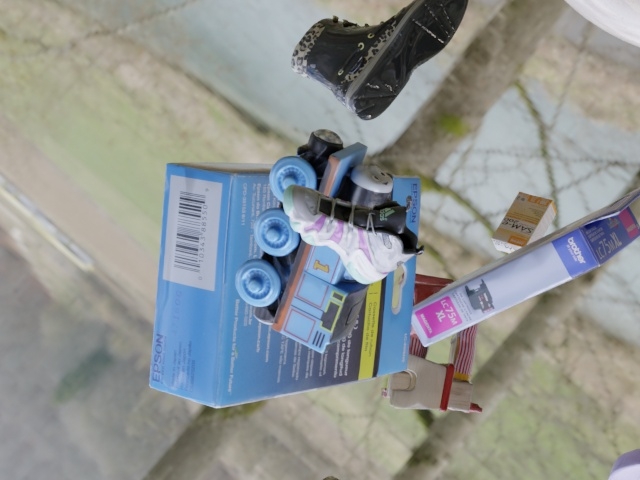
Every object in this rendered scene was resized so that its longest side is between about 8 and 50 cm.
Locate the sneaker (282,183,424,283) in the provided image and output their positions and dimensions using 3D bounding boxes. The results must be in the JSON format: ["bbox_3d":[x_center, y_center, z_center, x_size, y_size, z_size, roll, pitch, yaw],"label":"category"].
[{"bbox_3d":[0.028,-0.015,0.843,0.098,0.069,0.038,36,-138,-35],"label":"sneaker"}]

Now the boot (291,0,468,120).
[{"bbox_3d":[0.077,-0.290,1.816,0.178,0.236,0.085,35,174,46],"label":"boot"}]

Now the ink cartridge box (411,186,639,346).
[{"bbox_3d":[0.275,0.030,1.632,0.065,0.311,0.186,61,-149,3],"label":"ink cartridge box"}]

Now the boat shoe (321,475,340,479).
[{"bbox_3d":[-0.018,0.405,1.460,0.089,0.285,0.104,21,179,23],"label":"boat shoe"}]

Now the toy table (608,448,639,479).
[{"bbox_3d":[0.457,0.370,1.521,0.274,0.161,0.252,10,135,22],"label":"toy table"}]

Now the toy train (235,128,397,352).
[{"bbox_3d":[0.000,0.000,1.109,0.105,0.184,0.080,25,-158,13],"label":"toy train"}]

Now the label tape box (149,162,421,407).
[{"bbox_3d":[-0.029,0.040,1.498,0.115,0.249,0.348,9,-172,37],"label":"label tape box"}]

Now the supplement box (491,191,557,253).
[{"bbox_3d":[0.322,-0.024,2.069,0.062,0.098,0.036,17,154,34],"label":"supplement box"}]

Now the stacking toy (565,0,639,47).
[{"bbox_3d":[0.384,-0.360,1.121,0.350,0.350,0.480,40,-149,11],"label":"stacking toy"}]

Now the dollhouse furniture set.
[{"bbox_3d":[0.185,0.150,1.915,0.152,0.201,0.374,9,175,1],"label":"dollhouse furniture set"}]
